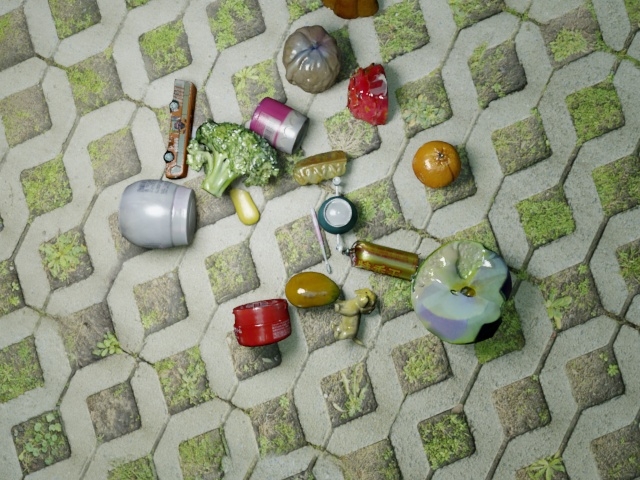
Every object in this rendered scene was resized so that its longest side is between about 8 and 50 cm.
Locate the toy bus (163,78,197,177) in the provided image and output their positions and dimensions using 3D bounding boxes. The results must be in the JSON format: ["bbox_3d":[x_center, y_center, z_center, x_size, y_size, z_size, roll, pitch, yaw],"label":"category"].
[{"bbox_3d":[-0.588,-0.458,1.721,0.092,0.093,0.409,6,89,-5],"label":"toy bus"}]

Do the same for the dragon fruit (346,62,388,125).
[{"bbox_3d":[0.201,-0.612,1.680,0.162,0.189,0.262,-3,84,-29],"label":"dragon fruit"}]

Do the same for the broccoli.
[{"bbox_3d":[-0.353,-0.322,1.624,0.317,0.277,0.339,-33,81,-6],"label":"broccoli"}]

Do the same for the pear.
[{"bbox_3d":[0.536,0.193,1.630,0.398,0.165,0.399,0,88,1],"label":"pear"}]

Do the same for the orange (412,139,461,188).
[{"bbox_3d":[0.466,-0.305,1.647,0.193,0.161,0.194,0,93,5],"label":"orange"}]

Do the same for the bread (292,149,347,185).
[{"bbox_3d":[-0.003,-0.302,1.688,0.231,0.088,0.128,-17,61,3],"label":"bread"}]

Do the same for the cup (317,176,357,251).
[{"bbox_3d":[0.068,-0.104,1.650,0.167,0.173,0.300,-2,89,3],"label":"cup"}]

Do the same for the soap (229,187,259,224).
[{"bbox_3d":[-0.318,-0.147,1.733,0.089,0.033,0.169,-22,88,-1],"label":"soap"}]

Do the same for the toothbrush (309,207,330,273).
[{"bbox_3d":[0.000,0.000,1.724,0.020,0.025,0.287,-16,88,1],"label":"toothbrush"}]

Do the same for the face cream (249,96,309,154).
[{"bbox_3d":[-0.164,-0.459,1.664,0.194,0.175,0.175,28,90,2],"label":"face cream"}]

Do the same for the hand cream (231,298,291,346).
[{"bbox_3d":[-0.228,0.320,1.627,0.230,0.230,0.150,-11,91,2],"label":"hand cream"}]

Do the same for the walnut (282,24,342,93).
[{"bbox_3d":[-0.037,-0.713,1.642,0.248,0.248,0.249,0,89,2],"label":"walnut"}]

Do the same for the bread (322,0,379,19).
[{"bbox_3d":[0.124,-1.038,1.688,0.246,0.135,0.232,5,76,4],"label":"bread"}]

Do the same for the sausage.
[{"bbox_3d":[0.242,0.074,1.663,0.317,0.117,0.125,14,125,2],"label":"sausage"}]

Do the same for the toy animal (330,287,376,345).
[{"bbox_3d":[0.128,0.298,1.672,0.168,0.121,0.233,16,92,-9],"label":"toy animal"}]

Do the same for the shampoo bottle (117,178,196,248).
[{"bbox_3d":[-0.629,-0.101,1.624,0.266,0.273,0.273,6,89,-8],"label":"shampoo bottle"}]

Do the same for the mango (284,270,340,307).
[{"bbox_3d":[-0.034,0.197,1.666,0.220,0.120,0.152,-7,60,2],"label":"mango"}]
